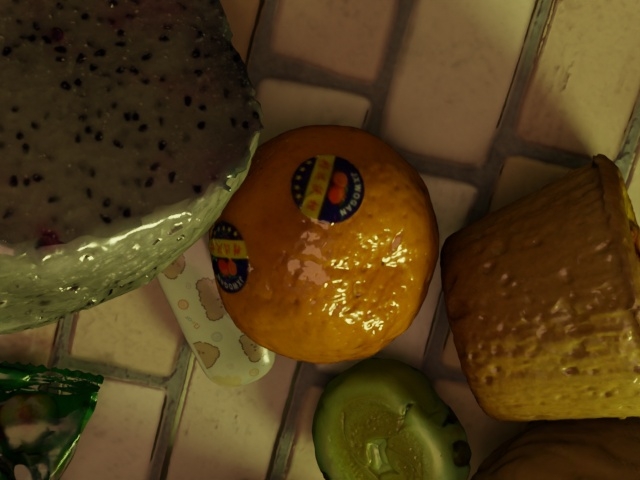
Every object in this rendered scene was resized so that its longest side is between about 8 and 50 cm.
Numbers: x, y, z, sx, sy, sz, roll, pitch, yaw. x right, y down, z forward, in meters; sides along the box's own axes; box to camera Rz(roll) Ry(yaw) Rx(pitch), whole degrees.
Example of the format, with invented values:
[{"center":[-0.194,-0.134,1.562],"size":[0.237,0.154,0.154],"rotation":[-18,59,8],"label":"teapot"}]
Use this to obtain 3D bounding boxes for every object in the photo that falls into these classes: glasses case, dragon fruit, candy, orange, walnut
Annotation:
[{"center":[-0.088,0.042,1.019],"size":[0.063,0.041,0.164],"rotation":[-21,110,6],"label":"glasses case"},{"center":[-0.175,-0.073,0.894],"size":[0.221,0.204,0.283],"rotation":[-9,68,-22],"label":"dragon fruit"},{"center":[-0.258,0.193,1.050],"size":[0.141,0.078,0.203],"rotation":[15,99,12],"label":"candy"},{"center":[0.001,0.002,0.942],"size":[0.178,0.155,0.177],"rotation":[-1,92,-36],"label":"orange"},{"center":[0.221,0.234,1.014],"size":[0.228,0.228,0.228],"rotation":[-1,110,-1],"label":"walnut"}]

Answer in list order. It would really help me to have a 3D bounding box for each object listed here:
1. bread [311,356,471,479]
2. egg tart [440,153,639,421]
[{"center":[0.059,0.163,1.041],"size":[0.139,0.071,0.130],"rotation":[33,112,15],"label":"bread"},{"center":[0.175,0.044,0.958],"size":[0.147,0.202,0.202],"rotation":[-14,110,15],"label":"egg tart"}]
